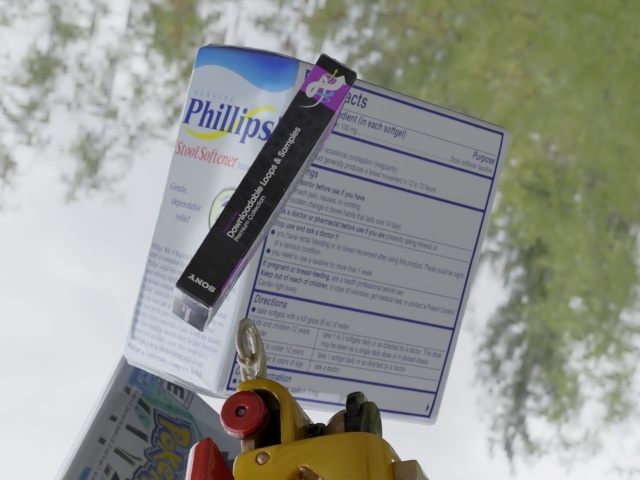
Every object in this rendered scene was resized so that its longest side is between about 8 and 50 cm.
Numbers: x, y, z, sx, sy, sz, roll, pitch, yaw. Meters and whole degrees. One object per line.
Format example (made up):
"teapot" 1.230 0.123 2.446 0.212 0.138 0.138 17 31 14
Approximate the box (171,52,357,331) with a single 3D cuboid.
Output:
"box" -0.036 -0.025 0.983 0.029 0.162 0.116 31 168 0

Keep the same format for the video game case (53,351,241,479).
"video game case" -0.096 0.268 1.398 0.300 0.036 0.329 44 -156 -12

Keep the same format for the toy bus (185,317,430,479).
"toy bus" 0.009 0.150 0.923 0.104 0.202 0.191 -12 -170 14

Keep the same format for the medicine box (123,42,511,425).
"medicine box" 0.000 0.000 1.462 0.264 0.289 0.149 13 -179 -42
